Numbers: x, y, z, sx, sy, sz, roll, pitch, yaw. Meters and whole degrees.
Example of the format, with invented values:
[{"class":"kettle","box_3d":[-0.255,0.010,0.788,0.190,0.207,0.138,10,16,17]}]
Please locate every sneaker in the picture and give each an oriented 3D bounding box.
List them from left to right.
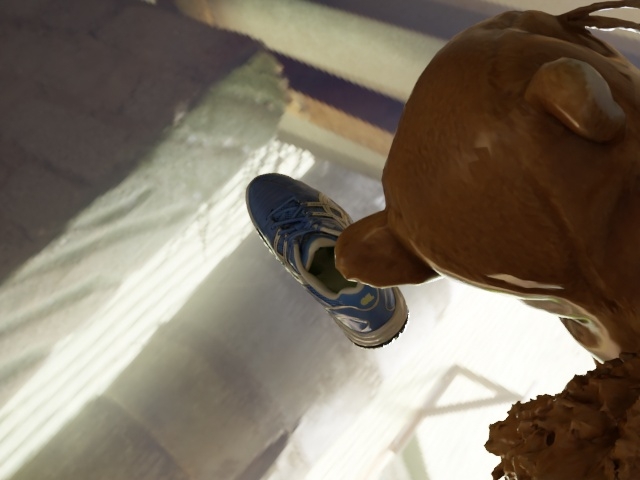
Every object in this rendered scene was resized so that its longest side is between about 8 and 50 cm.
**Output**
[{"class":"sneaker","box_3d":[0.000,0.000,0.878,0.211,0.080,0.081,45,-7,35]}]

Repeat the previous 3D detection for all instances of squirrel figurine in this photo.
[{"class":"squirrel figurine","box_3d":[0.197,0.054,0.528,0.370,0.397,0.281,28,-37,-26]}]
